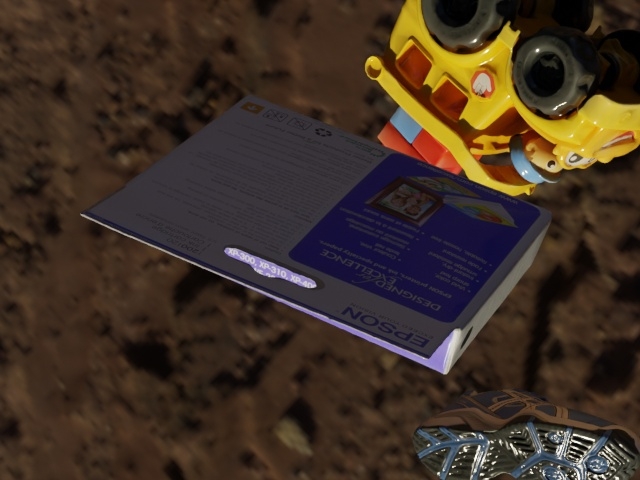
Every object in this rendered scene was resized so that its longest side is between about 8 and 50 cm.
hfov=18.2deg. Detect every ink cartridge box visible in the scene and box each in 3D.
[{"bbox_3d":[0.000,0.000,1.111,0.208,0.206,0.045,-41,150,-58],"label":"ink cartridge box"}]

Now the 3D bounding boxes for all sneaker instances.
[{"bbox_3d":[0.180,0.159,1.686,0.081,0.211,0.080,-45,127,-41],"label":"sneaker"}]

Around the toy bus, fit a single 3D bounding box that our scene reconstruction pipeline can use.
[{"bbox_3d":[0.142,-0.107,1.561,0.149,0.220,0.211,-4,133,-53],"label":"toy bus"}]
